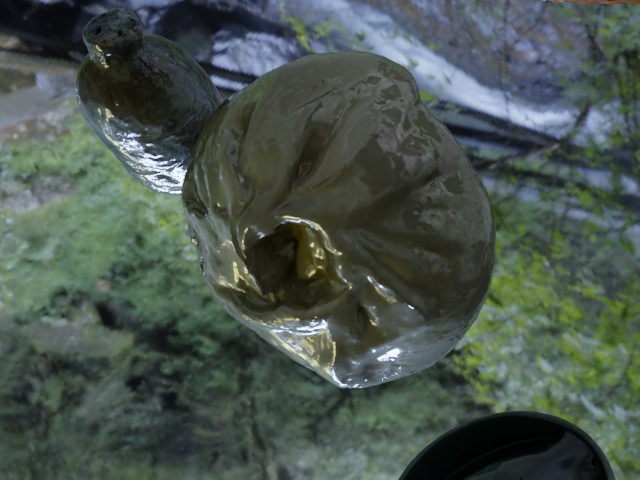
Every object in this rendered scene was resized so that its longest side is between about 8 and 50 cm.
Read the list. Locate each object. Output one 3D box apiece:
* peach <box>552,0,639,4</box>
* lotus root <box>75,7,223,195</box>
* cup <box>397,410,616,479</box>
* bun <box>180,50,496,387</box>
[{"bbox_3d":[0.105,-0.277,0.429,0.353,0.416,0.339,-33,127,22],"label":"peach"},{"bbox_3d":[-0.208,-0.160,1.271,0.175,0.175,0.349,-30,156,5],"label":"lotus root"},{"bbox_3d":[0.313,0.478,1.351,0.310,0.401,0.392,-35,122,-8],"label":"cup"},{"bbox_3d":[0.000,0.000,1.028,0.219,0.365,0.365,-38,174,-39],"label":"bun"}]
